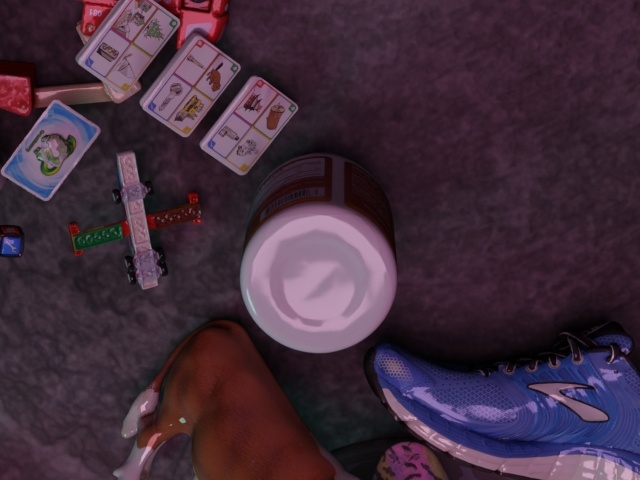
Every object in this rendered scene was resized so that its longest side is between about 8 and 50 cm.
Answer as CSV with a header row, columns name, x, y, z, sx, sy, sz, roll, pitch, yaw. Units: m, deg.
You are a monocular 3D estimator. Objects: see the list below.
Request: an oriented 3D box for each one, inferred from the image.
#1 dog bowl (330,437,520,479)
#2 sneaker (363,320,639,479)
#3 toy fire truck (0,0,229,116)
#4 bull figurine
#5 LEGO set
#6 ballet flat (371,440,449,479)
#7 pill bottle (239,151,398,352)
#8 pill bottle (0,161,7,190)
name,x,y,z,sx,sy,sz,roll,pitch,yaw
dog bowl,0.075,0.356,1.734,0.349,0.102,0.348,0,105,2
sneaker,0.196,0.128,1.670,0.330,0.130,0.147,14,97,-11
toy fire truck,-0.175,-0.163,1.607,0.192,0.047,0.135,8,109,-4
bull figurine,-0.056,0.209,1.621,0.188,0.310,0.101,-43,142,12
LEGO set,-0.162,-0.068,1.612,0.182,0.060,0.244,34,98,-30
ballet flat,0.076,0.280,1.620,0.077,0.079,0.221,2,105,-1
pill bottle,0.000,0.000,1.568,0.121,0.216,0.121,0,107,1
pill bottle,-0.375,-0.112,1.577,0.136,0.136,0.245,-31,105,9
